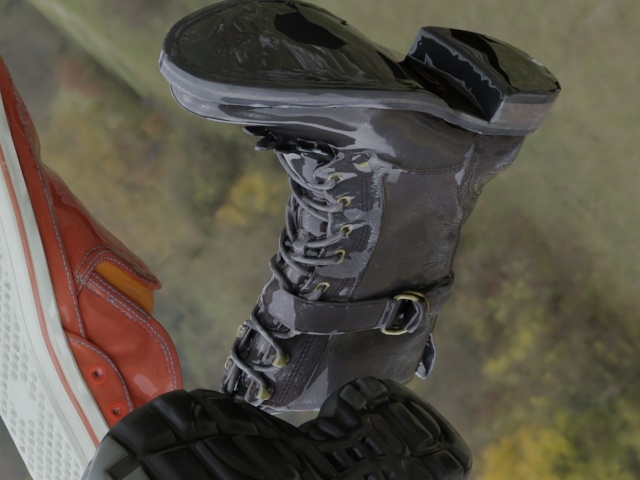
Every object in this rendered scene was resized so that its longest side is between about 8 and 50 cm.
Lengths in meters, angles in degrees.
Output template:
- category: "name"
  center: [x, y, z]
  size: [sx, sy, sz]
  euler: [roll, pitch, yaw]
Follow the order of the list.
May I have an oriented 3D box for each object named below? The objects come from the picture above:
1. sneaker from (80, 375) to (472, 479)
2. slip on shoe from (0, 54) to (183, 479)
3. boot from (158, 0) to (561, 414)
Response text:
- category: "sneaker"
  center: [-0.024, 0.134, 0.857]
  size: [0.101, 0.106, 0.267]
  euler: [48, -156, 26]
- category: "slip on shoe"
  center: [-0.149, 0.029, 1.045]
  size: [0.123, 0.101, 0.331]
  euler: [0, 116, 55]
- category: "boot"
  center: [0.000, 0.000, 0.937]
  size: [0.263, 0.229, 0.091]
  euler: [3, -147, -39]
